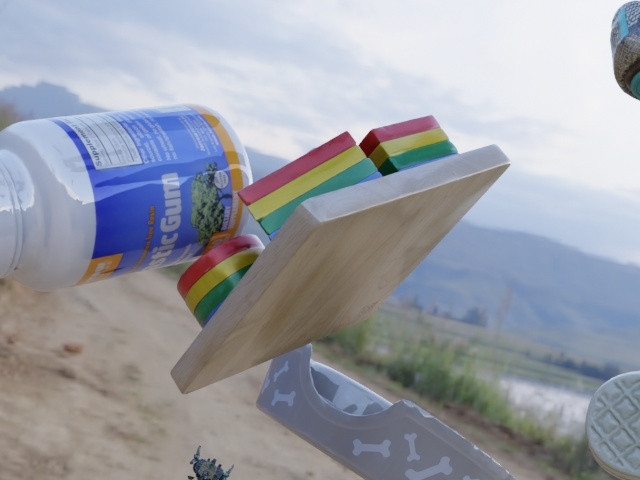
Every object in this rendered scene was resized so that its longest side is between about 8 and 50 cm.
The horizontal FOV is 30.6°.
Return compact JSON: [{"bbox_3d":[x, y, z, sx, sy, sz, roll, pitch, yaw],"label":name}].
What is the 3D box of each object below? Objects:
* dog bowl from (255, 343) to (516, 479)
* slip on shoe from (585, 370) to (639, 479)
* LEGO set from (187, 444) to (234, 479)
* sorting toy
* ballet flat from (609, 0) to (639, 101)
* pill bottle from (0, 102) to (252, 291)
[{"bbox_3d":[0.070,0.249,1.468,0.349,0.102,0.349,32,-8,5],"label":"dog bowl"},{"bbox_3d":[0.371,0.165,0.887,0.331,0.123,0.101,6,-14,23],"label":"slip on shoe"},{"bbox_3d":[-0.123,0.270,1.308,0.054,0.083,0.023,3,-40,-12],"label":"LEGO set"},{"bbox_3d":[0.000,0.000,1.039,0.255,0.089,0.257,-18,-24,-44],"label":"sorting toy"},{"bbox_3d":[0.613,-0.230,1.763,0.483,0.182,0.164,24,-44,-31],"label":"ballet flat"},{"bbox_3d":[-0.208,-0.038,1.053,0.272,0.152,0.152,-14,16,-42],"label":"pill bottle"}]
